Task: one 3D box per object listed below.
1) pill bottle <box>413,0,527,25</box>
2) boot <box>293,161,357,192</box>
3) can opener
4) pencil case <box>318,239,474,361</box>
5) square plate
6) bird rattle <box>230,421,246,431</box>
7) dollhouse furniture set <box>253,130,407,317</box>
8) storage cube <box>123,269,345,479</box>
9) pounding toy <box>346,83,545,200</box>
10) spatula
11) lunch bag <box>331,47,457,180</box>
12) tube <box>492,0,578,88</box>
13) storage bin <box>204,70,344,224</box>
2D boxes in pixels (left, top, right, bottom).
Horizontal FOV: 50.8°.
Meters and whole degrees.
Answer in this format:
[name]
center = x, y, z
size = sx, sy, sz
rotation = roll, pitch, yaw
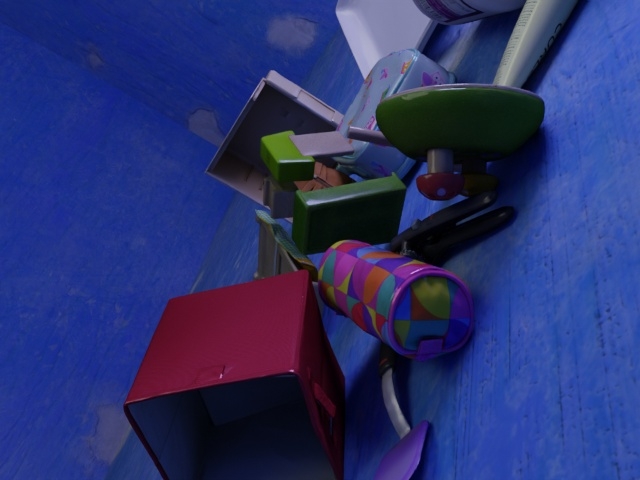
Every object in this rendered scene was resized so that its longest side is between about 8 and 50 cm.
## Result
[pill bottle]
center = 0.243, -0.416, 0.991
size = 0.169, 0.169, 0.301
rotation = -59, 14, 6
[boot]
center = -0.001, -0.046, 1.148
size = 0.073, 0.152, 0.197
rotation = -47, 19, 46
[can opener]
center = 0.142, -0.015, 0.764
size = 0.186, 0.059, 0.073
rotation = -36, 27, 61
[pencil case]
center = 0.072, 0.060, 0.740
size = 0.104, 0.105, 0.236
rotation = -61, 17, -3
[square plate]
center = 0.145, -0.490, 1.360
size = 0.344, 0.049, 0.347
rotation = 116, 142, -52
[bird rattle]
center = -0.117, 0.267, 1.009
size = 0.253, 0.143, 0.207
rotation = -41, 7, 48
[dollhouse furniture set]
center = 0.000, 0.000, 1.053
size = 0.197, 0.152, 0.301
rotation = -124, 31, -44
[storage cube]
center = -0.085, 0.172, 0.782
size = 0.215, 0.183, 0.193
rotation = -13, 28, 11
[pounding toy]
center = 0.143, -0.093, 0.768
size = 0.237, 0.183, 0.110
rotation = 169, 103, -73
[spatula]
center = 0.077, 0.158, 0.706
size = 0.084, 0.030, 0.296
rotation = -52, 15, 29
[lunch bag]
center = 0.113, -0.204, 1.159
size = 0.223, 0.108, 0.279
rotation = -62, 13, 4
[tube]
center = 0.264, -0.254, 0.833
size = 0.062, 0.070, 0.240
rotation = 32, 96, 43
[storage bin]
center = -0.078, -0.203, 1.530
size = 0.260, 0.262, 0.123
rotation = -50, 15, 38
